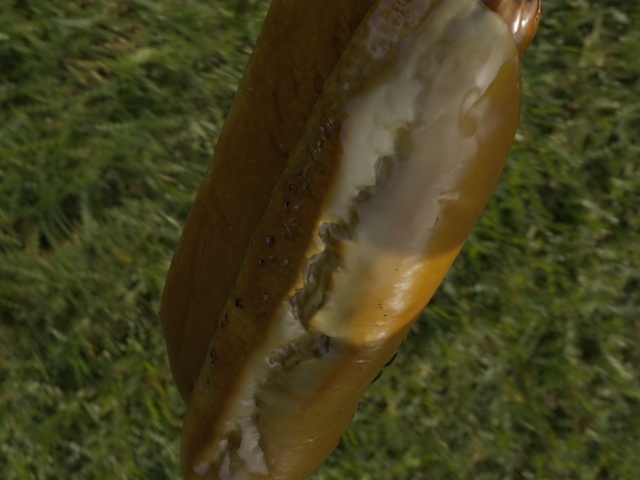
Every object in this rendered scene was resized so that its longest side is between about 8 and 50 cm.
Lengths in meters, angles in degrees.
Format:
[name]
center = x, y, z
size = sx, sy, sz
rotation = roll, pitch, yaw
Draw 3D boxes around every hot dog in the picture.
[hot dog]
center = 0.000, 0.000, 0.490
size = 0.062, 0.092, 0.236
rotation = 0, 147, -21
